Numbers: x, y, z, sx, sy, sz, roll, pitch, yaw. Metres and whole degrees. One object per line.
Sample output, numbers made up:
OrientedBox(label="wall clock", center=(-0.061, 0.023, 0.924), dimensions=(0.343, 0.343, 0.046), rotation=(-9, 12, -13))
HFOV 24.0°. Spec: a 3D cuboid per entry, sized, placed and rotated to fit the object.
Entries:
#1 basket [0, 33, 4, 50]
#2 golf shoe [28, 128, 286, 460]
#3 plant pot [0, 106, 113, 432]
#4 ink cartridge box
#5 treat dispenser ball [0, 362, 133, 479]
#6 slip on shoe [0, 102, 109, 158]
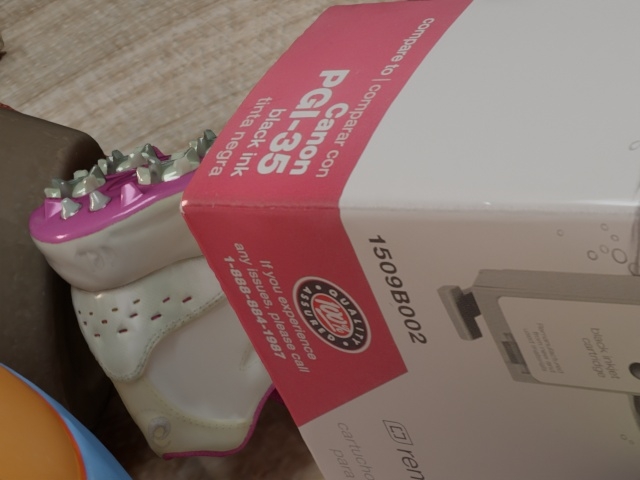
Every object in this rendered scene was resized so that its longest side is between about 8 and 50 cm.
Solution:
OrientedBox(label="basket", center=(-0.331, -0.145, 1.127), dimensions=(0.103, 0.113, 0.167), rotation=(-2, 39, 28))
OrientedBox(label="golf shoe", center=(0.000, 0.000, 0.712), dimensions=(0.115, 0.140, 0.306), rotation=(-9, 11, 44))
OrientedBox(label="plant pot", center=(-0.220, 0.017, 0.720), dimensions=(0.229, 0.263, 0.263), rotation=(0, 36, 6))
OrientedBox(label="ink cartridge box", center=(0.127, 0.030, 0.475), dimensions=(0.283, 0.207, 0.117), rotation=(3, 42, 37))
OrientedBox(label="treat dispenser ball", center=(-0.166, 0.156, 0.415), dimensions=(0.288, 0.288, 0.288), rotation=(-17, 33, 11))
OrientedBox(label="slip on shoe", center=(-0.211, -0.038, 0.883), dimensions=(0.331, 0.101, 0.123), rotation=(16, 47, 31))
